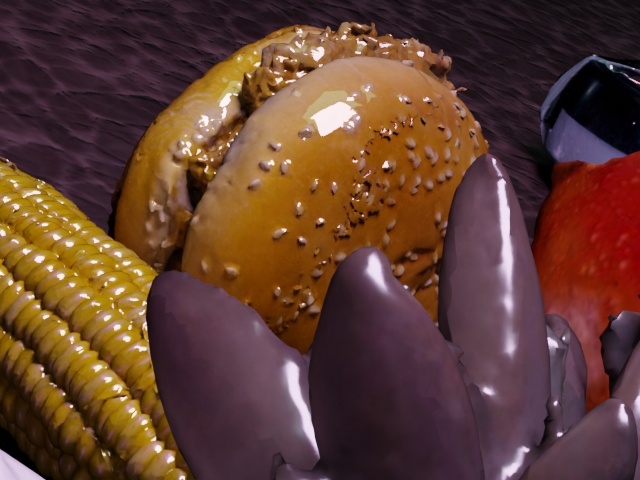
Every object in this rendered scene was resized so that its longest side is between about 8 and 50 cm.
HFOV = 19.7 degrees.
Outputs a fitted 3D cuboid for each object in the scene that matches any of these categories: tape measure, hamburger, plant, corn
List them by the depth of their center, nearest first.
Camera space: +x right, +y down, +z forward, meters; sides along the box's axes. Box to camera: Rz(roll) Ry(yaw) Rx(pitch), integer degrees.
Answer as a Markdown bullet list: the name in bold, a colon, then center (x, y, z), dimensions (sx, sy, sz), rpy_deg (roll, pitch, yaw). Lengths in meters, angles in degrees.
- **plant**: center (0.054, 0.137, 0.521), dimensions (0.182, 0.194, 0.320), rpy_deg (8, 45, -26)
- **corn**: center (-0.096, 0.048, 0.753), dimensions (0.101, 0.101, 0.292), rpy_deg (3, 27, -43)
- **hamburger**: center (0.003, -0.009, 0.835), dimensions (0.118, 0.191, 0.182), rpy_deg (26, -17, 34)
- **tape measure**: center (0.254, -0.065, 1.372), dimensions (0.182, 0.107, 0.181), rpy_deg (37, 22, 32)

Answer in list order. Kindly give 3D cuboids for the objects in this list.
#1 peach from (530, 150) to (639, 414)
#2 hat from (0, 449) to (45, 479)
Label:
- **peach**: center (0.239, 0.066, 0.838), dimensions (0.281, 0.281, 0.338), rpy_deg (-1, 32, -48)
- **hat**: center (-0.116, 0.115, 0.495), dimensions (0.126, 0.203, 0.203), rpy_deg (30, 16, -29)
